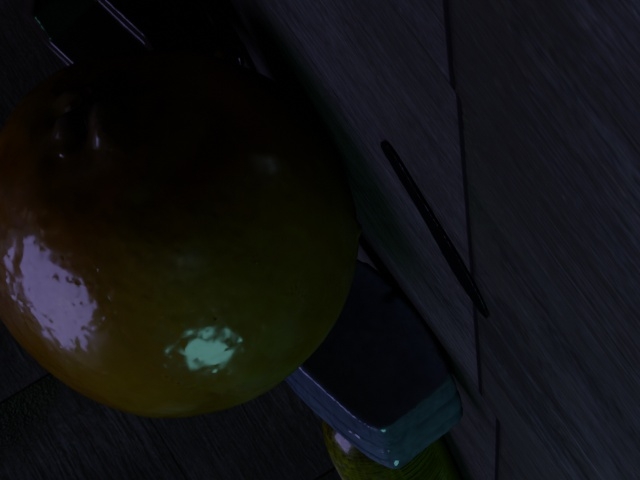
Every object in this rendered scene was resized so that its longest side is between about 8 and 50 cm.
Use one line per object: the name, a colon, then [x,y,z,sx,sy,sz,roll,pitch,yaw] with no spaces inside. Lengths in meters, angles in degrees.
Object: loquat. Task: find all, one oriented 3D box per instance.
loquat: [-0.129,-0.008,1.636,0.328,0.328,0.328,57,174,9]

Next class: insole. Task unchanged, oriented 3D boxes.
insole: [0.083,-0.007,1.394,0.152,0.002,0.053,58,174,-7]

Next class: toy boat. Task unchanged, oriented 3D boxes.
toy boat: [0.013,0.084,1.791,0.283,0.127,0.078,46,169,27]

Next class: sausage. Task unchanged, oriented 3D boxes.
sausage: [0.090,0.264,2.166,0.123,0.123,0.347,52,171,44]

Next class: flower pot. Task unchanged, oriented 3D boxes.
flower pot: [-0.190,-0.216,1.818,0.179,0.084,0.251,43,164,-1]

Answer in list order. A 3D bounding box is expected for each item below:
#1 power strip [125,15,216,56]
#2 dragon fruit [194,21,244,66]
power strip: [-0.121,-0.145,2.009,0.272,0.052,0.078,61,-148,-31]
dragon fruit: [-0.084,-0.102,1.860,0.125,0.125,0.246,-126,25,-51]
